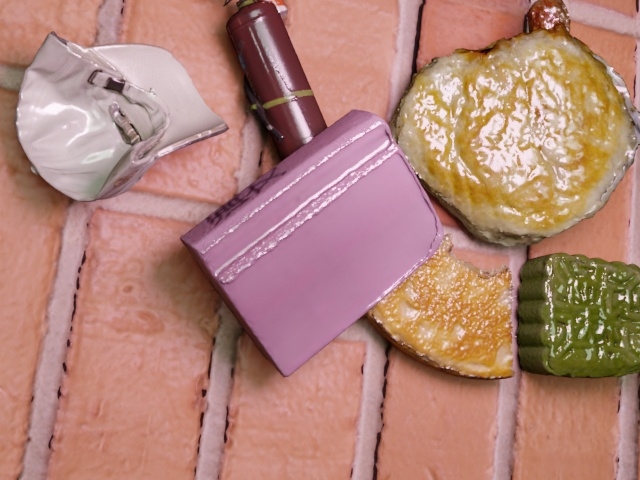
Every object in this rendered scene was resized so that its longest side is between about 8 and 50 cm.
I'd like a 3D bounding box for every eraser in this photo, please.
[{"bbox_3d":[0.000,0.000,1.327,0.359,0.122,0.272,-37,113,-13],"label":"eraser"}]

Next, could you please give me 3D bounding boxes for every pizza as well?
[{"bbox_3d":[0.223,0.114,1.463,0.324,0.089,0.223,27,81,-16],"label":"pizza"}]

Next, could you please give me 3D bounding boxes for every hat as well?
[{"bbox_3d":[-0.303,-0.184,1.308,0.301,0.168,0.257,-18,68,-43],"label":"hat"}]

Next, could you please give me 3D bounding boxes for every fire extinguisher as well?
[{"bbox_3d":[-0.085,-0.279,1.387,0.105,0.141,0.341,-22,95,18],"label":"fire extinguisher"}]

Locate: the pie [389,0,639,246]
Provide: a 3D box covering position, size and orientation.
[{"bbox_3d":[0.352,-0.191,1.511,0.418,0.180,0.395,-35,88,-7],"label":"pie"}]

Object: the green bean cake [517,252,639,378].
[{"bbox_3d":[0.491,0.143,1.532,0.248,0.125,0.222,6,80,-18],"label":"green bean cake"}]

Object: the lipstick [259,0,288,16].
[{"bbox_3d":[-0.101,-0.449,1.451,0.038,0.038,0.130,-27,92,-21],"label":"lipstick"}]
